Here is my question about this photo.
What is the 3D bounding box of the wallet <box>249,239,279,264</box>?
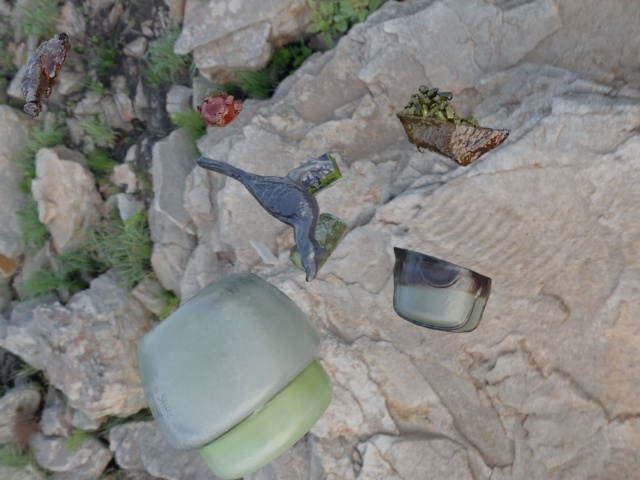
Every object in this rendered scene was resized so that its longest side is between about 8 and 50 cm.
[{"bbox_3d":[-0.134,0.027,1.164,0.083,0.044,0.011,48,113,31],"label":"wallet"}]

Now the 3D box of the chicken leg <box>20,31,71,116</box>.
[{"bbox_3d":[-0.479,-0.288,0.847,0.093,0.053,0.205,-13,63,36],"label":"chicken leg"}]

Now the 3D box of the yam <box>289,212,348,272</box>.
[{"bbox_3d":[0.000,0.000,1.431,0.107,0.107,0.194,19,53,26],"label":"yam"}]

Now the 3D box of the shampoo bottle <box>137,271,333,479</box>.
[{"bbox_3d":[-0.155,0.229,0.891,0.322,0.322,0.317,-35,85,21],"label":"shampoo bottle"}]

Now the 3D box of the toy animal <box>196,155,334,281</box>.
[{"bbox_3d":[-0.069,-0.104,1.005,0.205,0.081,0.367,-38,69,-18],"label":"toy animal"}]

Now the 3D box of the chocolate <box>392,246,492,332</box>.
[{"bbox_3d":[0.302,0.145,1.305,0.283,0.283,0.186,20,88,25],"label":"chocolate"}]

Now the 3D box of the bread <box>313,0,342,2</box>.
[{"bbox_3d":[0.025,-0.800,1.513,0.213,0.213,0.105,1,101,26],"label":"bread"}]

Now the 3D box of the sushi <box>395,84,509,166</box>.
[{"bbox_3d":[0.344,-0.315,1.344,0.296,0.166,0.179,40,120,46],"label":"sushi"}]

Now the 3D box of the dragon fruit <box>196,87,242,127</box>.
[{"bbox_3d":[-0.369,-0.475,1.784,0.165,0.136,0.133,-6,50,6],"label":"dragon fruit"}]

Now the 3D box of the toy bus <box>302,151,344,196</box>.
[{"bbox_3d":[-0.055,-0.210,1.883,0.301,0.139,0.113,-30,68,24],"label":"toy bus"}]
